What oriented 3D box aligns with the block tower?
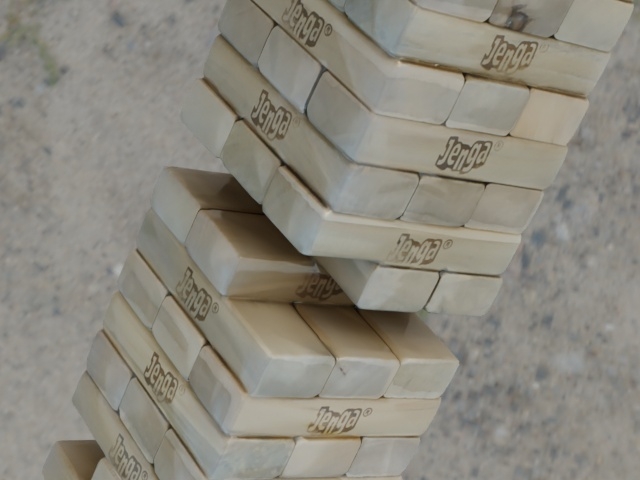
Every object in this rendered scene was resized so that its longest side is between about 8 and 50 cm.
[{"bbox_3d":[0.000,0.000,0.533,0.097,0.091,0.335,47,121,41],"label":"block tower"}]
